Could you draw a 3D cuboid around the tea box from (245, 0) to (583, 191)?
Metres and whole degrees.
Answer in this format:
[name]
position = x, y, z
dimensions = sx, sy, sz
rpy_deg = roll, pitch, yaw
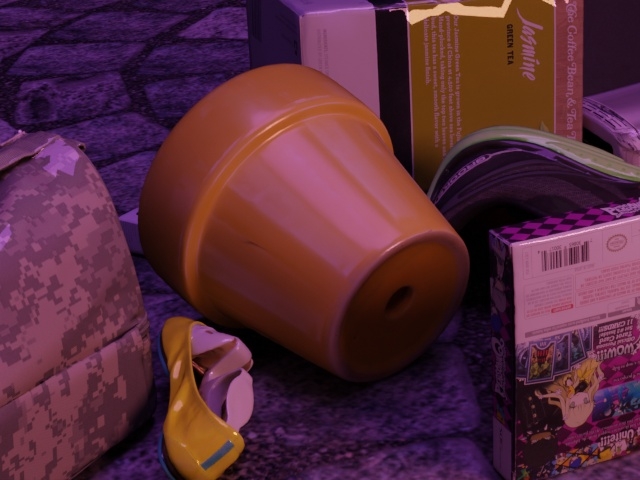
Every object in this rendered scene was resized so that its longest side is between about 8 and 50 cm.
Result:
[tea box]
position = 0.102, -0.204, 1.658
dimensions = 0.324, 0.220, 0.329
rpy_deg = -7, 20, -12

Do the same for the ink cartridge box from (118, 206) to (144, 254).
[ink cartridge box]
position = -0.076, -0.026, 1.583
dimensions = 0.224, 0.045, 0.223
rpy_deg = 13, 28, 33

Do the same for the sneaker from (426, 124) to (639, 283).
[sneaker]
position = 0.315, 0.019, 1.309
dimensions = 0.483, 0.185, 0.202
rpy_deg = 6, 43, 30

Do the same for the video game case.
[video game case]
position = 0.243, 0.069, 1.100
dimensions = 0.232, 0.210, 0.042
rpy_deg = -13, 24, -18

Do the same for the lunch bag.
[lunch bag]
position = -0.292, 0.068, 1.130
dimensions = 0.213, 0.256, 0.305
rpy_deg = 14, 28, 35

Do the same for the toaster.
[toaster]
position = 0.375, -0.109, 1.602
dimensions = 0.146, 0.129, 0.227
rpy_deg = -12, 26, -12

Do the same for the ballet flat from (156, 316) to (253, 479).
[ballet flat]
position = -0.092, 0.122, 1.189
dimensions = 0.077, 0.077, 0.231
rpy_deg = -36, 24, 13

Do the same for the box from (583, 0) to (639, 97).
[box]
position = 0.398, -0.318, 2.020
dimensions = 0.343, 0.179, 0.312
rpy_deg = -5, 22, -1

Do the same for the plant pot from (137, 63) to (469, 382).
[plant pot]
position = 0.000, 0.000, 1.293
dimensions = 0.254, 0.254, 0.239
rpy_deg = -21, 44, -34
